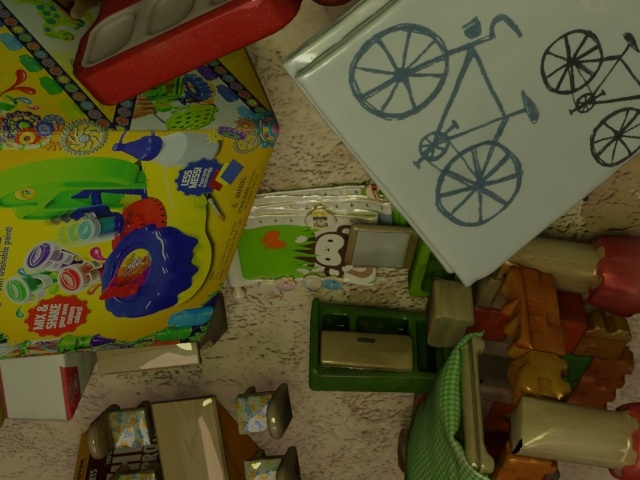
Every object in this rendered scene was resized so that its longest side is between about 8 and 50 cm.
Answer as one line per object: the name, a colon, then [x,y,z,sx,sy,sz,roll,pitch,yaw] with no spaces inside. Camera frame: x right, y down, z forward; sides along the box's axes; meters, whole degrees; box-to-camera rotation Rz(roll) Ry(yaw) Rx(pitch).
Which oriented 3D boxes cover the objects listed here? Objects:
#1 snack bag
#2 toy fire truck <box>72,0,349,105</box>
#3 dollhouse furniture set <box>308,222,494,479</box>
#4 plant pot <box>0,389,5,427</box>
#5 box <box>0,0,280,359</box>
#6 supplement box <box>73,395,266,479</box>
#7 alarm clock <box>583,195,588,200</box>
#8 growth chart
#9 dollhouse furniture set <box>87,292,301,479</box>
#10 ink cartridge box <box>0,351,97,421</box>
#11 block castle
snack bag: [0.182,-0.151,1.118,0.342,0.037,0.323,-38,130,6]
toy fire truck: [-0.037,-0.233,0.980,0.302,0.254,0.169,-19,132,21]
dollhouse furniture set: [0.071,0.147,1.297,0.151,0.302,0.198,5,140,-5]
plant pot: [-0.445,0.094,1.381,0.212,0.212,0.187,-15,121,18]
box: [-0.224,-0.053,1.166,0.279,0.177,0.290,-3,139,-25]
supplement box: [-0.179,0.321,1.636,0.194,0.129,0.191,-18,132,20]
alarm clock: [0.176,-0.090,1.245,0.129,0.064,0.192,-19,136,17]
growth chart: [0.000,0.000,1.380,0.237,0.021,0.172,-8,135,12]
dollhouse furniture set: [-0.151,0.195,1.406,0.212,0.161,0.242,-7,99,10]
ink cartridge box: [-0.278,0.088,1.354,0.072,0.175,0.127,1,117,5]
block castle: [0.239,0.226,1.398,0.212,0.303,0.453,9,136,-9]
